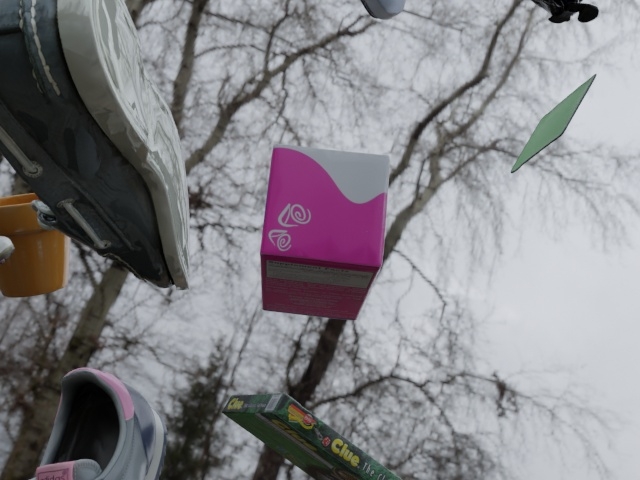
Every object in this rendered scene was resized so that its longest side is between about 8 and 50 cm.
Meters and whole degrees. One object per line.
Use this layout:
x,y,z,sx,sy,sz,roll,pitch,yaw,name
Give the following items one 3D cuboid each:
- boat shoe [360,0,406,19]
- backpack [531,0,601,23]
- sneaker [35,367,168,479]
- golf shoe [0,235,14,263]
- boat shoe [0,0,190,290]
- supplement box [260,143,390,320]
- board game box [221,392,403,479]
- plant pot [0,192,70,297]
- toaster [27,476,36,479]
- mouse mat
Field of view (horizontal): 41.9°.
0.040,-0.378,1.080,0.080,0.228,0.076,-14,-10,-41,boat shoe
0.198,-0.390,0.860,0.263,0.213,0.276,32,14,-35,backpack
-0.212,0.259,0.718,0.112,0.319,0.131,-13,-41,9,sneaker
-0.525,0.019,1.164,0.186,0.067,0.085,-15,-74,-2,golf shoe
-0.152,-0.053,0.565,0.099,0.116,0.319,-7,-26,-1,boat shoe
0.000,0.000,0.840,0.114,0.111,0.220,7,-19,-3,supplement box
0.022,0.250,0.918,0.260,0.030,0.136,40,-24,-18,board game box
-0.587,0.009,1.676,0.205,0.187,0.205,-5,11,1,plant pot
-0.533,0.557,1.636,0.110,0.168,0.186,-18,10,-33,toaster
0.411,-0.204,1.480,0.007,0.152,0.189,35,-23,-2,mouse mat
